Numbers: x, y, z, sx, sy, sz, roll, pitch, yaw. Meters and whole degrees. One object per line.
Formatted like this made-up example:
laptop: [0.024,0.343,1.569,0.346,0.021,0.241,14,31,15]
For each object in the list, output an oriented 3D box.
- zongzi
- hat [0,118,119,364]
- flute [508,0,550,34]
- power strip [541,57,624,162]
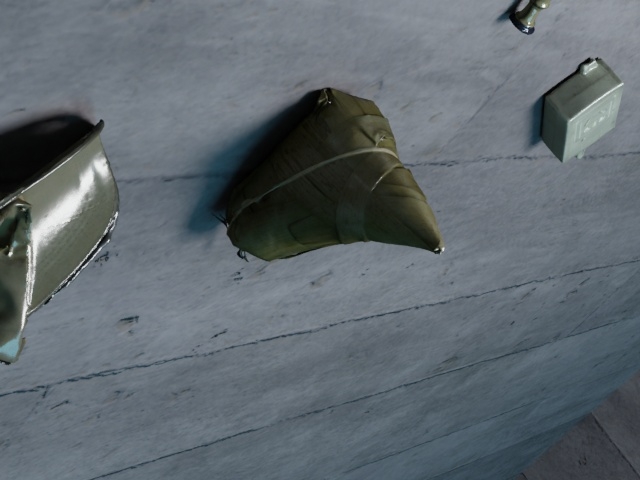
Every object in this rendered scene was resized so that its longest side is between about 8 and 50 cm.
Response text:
zongzi: [0.000,0.000,0.992,0.081,0.178,0.189,20,123,-45]
hat: [-0.204,-0.013,0.818,0.175,0.085,0.147,-50,158,-34]
flute: [0.221,-0.256,1.007,0.027,0.027,0.233,-16,150,-43]
power strip: [0.274,-0.125,1.341,0.075,0.042,0.175,-36,159,-5]
